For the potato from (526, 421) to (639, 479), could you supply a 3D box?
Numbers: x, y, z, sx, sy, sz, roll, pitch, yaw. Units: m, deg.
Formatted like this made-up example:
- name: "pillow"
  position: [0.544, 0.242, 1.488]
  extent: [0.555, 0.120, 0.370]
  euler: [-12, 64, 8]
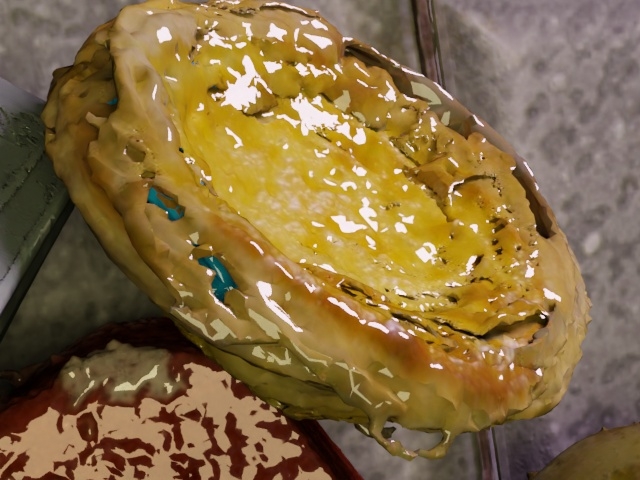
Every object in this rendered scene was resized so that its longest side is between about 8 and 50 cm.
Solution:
- name: "potato"
  position: [0.227, 0.200, 0.556]
  extent: [0.307, 0.173, 0.210]
  euler: [2, 78, -12]

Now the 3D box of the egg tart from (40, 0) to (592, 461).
- name: "egg tart"
  position: [0.000, 0.000, 0.480]
  extent: [0.291, 0.291, 0.107]
  euler: [28, 122, -11]

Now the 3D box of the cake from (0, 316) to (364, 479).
- name: "cake"
  position: [-0.056, 0.162, 0.512]
  extent: [0.177, 0.151, 0.283]
  euler: [-43, 96, -2]

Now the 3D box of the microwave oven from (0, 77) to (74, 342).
- name: "microwave oven"
  position: [-0.272, -0.008, 0.412]
  extent: [0.295, 0.237, 0.181]
  euler: [28, 112, -12]
